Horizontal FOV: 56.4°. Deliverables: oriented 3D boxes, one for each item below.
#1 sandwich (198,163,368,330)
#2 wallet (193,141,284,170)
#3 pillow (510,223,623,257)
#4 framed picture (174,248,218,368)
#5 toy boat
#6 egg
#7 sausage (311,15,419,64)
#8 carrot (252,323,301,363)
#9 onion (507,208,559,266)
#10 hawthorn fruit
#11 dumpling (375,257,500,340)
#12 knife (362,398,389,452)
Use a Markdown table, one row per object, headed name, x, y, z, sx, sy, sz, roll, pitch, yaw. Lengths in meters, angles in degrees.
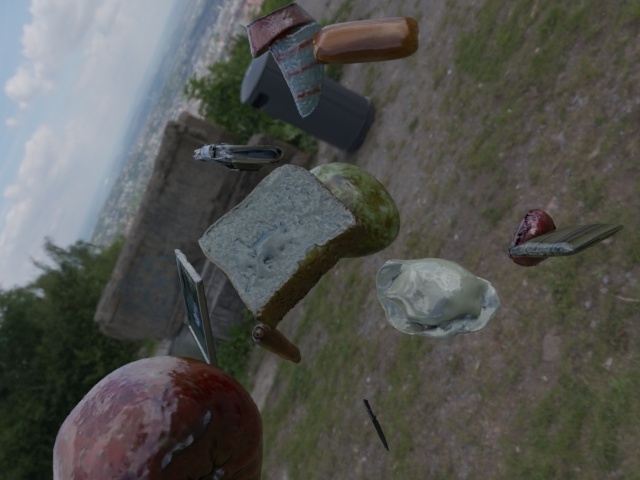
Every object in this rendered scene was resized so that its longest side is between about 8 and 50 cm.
| name | x | y | z | sx | sy | sz | roll | pitch | yaw |
| --- | --- | --- | --- | --- | --- | --- | --- | --- | --- |
| sandwich | -0.086 | -0.007 | 1.274 | 0.301 | 0.099 | 0.271 | -44 | 62 | -4 |
| wallet | -0.217 | -0.210 | 1.524 | 0.231 | 0.170 | 0.069 | 5 | 94 | 58 |
| pillow | 0.643 | 0.000 | 1.570 | 0.212 | 0.208 | 0.052 | -6 | 102 | 63 |
| framed picture | -0.306 | 0.163 | 1.464 | 0.315 | 0.024 | 0.232 | -151 | 52 | -66 |
| toy boat | -0.062 | -0.478 | 1.609 | 0.206 | 0.282 | 0.096 | -26 | 4 | -9 |
| egg | 0.063 | -0.069 | 1.507 | 0.238 | 0.289 | 0.238 | -54 | -18 | -26 |
| sausage | 0.111 | -0.498 | 1.497 | 0.105 | 0.274 | 0.105 | 0 | -90 | -71 |
| carrot | -0.099 | 0.270 | 1.521 | 0.059 | 0.248 | 0.059 | -12 | 59 | 20 |
| onion | 0.645 | -0.003 | 1.774 | 0.147 | 0.184 | 0.184 | 15 | 82 | 32 |
| hawthorn fruit | -0.327 | 0.414 | 1.145 | 0.403 | 0.403 | 0.402 | -52 | 25 | 36 |
| dumpling | 0.232 | 0.118 | 1.207 | 0.132 | 0.250 | 0.162 | -19 | -60 | -74 |
| knife | 0.166 | 0.549 | 1.775 | 0.010 | 0.023 | 0.170 | -55 | 50 | 44 |
